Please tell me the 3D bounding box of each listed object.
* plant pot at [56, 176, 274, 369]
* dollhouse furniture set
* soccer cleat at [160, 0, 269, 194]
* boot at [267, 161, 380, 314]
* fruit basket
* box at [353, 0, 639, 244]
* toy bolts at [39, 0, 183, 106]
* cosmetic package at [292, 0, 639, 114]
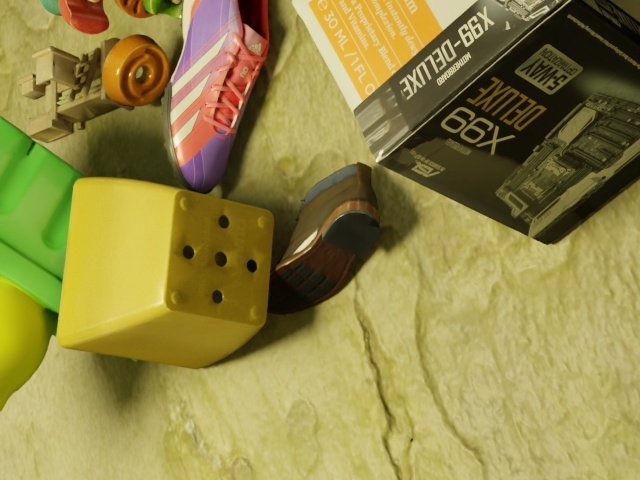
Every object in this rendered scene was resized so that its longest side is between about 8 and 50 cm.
[{"bbox_3d":[-0.171,0.032,1.760,0.187,0.212,0.212,-12,70,52],"label":"plant pot"},{"bbox_3d":[-0.385,-0.229,2.071,0.182,0.161,0.101,-16,68,35],"label":"dollhouse furniture set"},{"bbox_3d":[-0.125,-0.218,1.895,0.116,0.108,0.318,-3,73,35],"label":"soccer cleat"},{"bbox_3d":[0.000,0.000,1.766,0.219,0.082,0.106,-41,29,36],"label":"boot"},{"bbox_3d":[-0.409,0.065,1.837,0.283,0.392,0.392,12,85,62],"label":"fruit basket"},{"bbox_3d":[0.220,-0.129,1.446,0.242,0.307,0.076,-40,52,24],"label":"box"},{"bbox_3d":[-0.302,-0.311,1.988,0.158,0.228,0.218,28,101,41],"label":"toy bolts"},{"bbox_3d":[0.213,-0.295,1.574,0.453,0.161,0.230,-38,68,25],"label":"cosmetic package"}]
